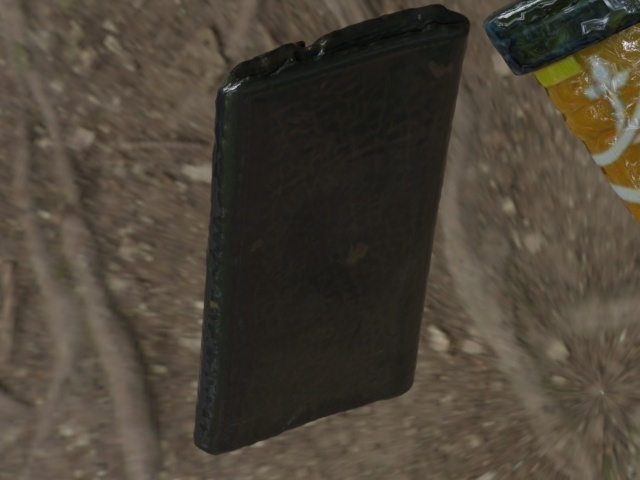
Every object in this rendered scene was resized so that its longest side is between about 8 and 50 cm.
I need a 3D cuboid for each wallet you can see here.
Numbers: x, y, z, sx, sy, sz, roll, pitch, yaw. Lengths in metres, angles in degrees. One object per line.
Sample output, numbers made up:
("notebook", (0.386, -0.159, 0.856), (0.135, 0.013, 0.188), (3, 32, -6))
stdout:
("wallet", (0.000, 0.000, 1.135), (0.170, 0.321, 0.044), (-16, 45, -23))

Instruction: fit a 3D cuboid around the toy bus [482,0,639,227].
("toy bus", (0.205, -0.125, 0.689), (0.162, 0.323, 0.194), (-24, 112, 36))
